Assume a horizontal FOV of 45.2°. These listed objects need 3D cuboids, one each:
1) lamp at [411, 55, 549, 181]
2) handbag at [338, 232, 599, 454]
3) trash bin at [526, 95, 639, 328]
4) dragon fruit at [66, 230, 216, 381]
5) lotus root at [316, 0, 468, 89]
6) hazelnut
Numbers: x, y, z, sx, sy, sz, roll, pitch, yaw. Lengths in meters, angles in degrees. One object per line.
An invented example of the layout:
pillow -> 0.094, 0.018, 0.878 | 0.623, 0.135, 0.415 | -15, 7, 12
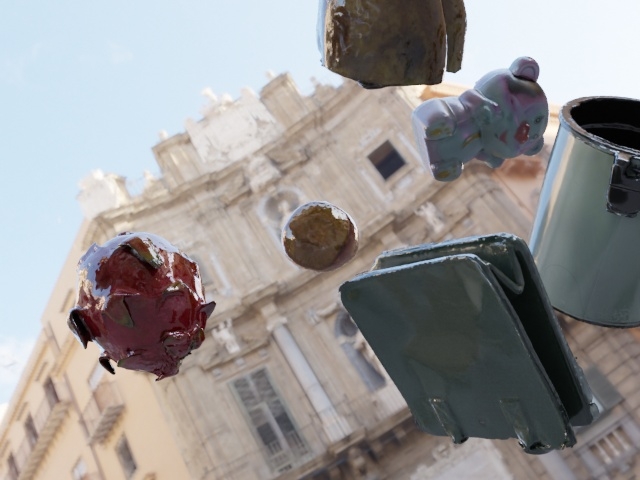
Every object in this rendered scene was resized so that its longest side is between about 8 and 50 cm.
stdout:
lamp -> 0.362, -0.278, 1.758 | 0.301, 0.247, 0.247 | -19, -57, -2
handbag -> 0.169, 0.129, 0.916 | 0.079, 0.260, 0.247 | -34, 13, -38
trash bin -> 0.418, -0.045, 1.092 | 0.277, 0.217, 0.262 | -49, -30, -53
dragon fruit -> -0.175, 0.051, 0.738 | 0.136, 0.166, 0.133 | -15, -41, -13
lotus root -> 0.097, -0.293, 0.927 | 0.199, 0.188, 0.180 | 3, -61, -13
hazelnut -> 0.000, 0.000, 1.482 | 0.150, 0.150, 0.150 | -23, -33, -16
